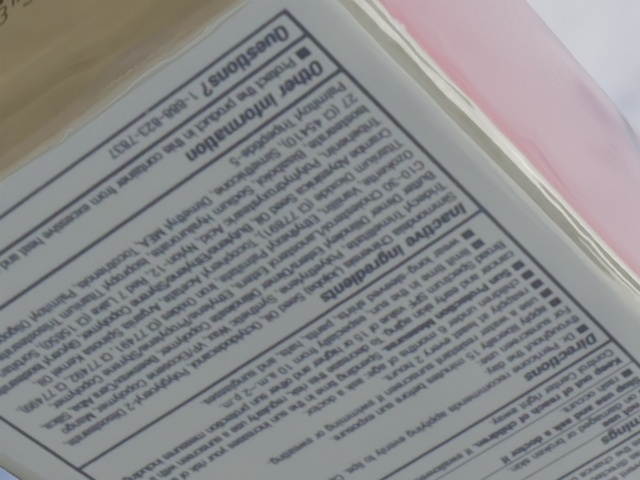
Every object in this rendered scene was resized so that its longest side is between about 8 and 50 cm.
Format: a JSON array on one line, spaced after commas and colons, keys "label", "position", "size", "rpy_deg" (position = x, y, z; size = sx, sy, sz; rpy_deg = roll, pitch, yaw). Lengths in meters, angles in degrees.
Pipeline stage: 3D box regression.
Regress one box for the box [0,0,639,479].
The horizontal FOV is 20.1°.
[{"label": "box", "position": [0.000, 0.000, 0.472], "size": [0.148, 0.232, 0.127], "rpy_deg": [-33, -140, 18]}]
